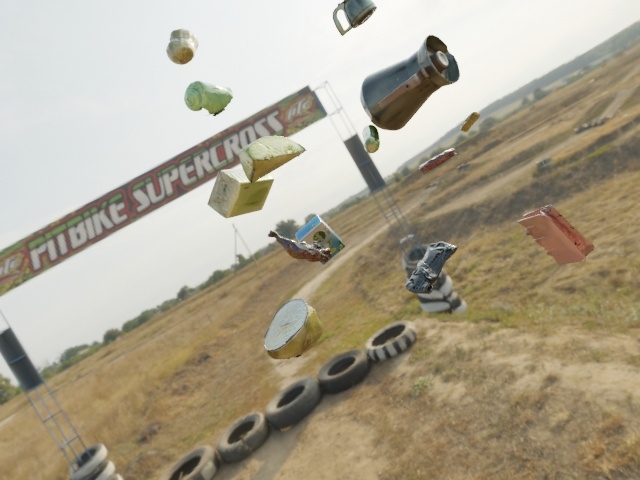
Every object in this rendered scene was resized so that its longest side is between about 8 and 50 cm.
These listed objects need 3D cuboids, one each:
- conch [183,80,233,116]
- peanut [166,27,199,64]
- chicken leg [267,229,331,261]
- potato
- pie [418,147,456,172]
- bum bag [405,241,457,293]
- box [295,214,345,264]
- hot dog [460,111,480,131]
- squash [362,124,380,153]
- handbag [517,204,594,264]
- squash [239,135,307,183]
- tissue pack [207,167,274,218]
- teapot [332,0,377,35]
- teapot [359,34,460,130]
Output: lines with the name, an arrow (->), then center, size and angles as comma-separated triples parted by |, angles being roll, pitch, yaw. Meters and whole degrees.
conch -> -0.506, -0.649, 2.100 | 0.250, 0.143, 0.137 | -2, -54, -48
peanut -> -0.473, -0.666, 1.563 | 0.090, 0.099, 0.214 | -14, 41, 5
chicken leg -> -0.061, 0.026, 1.423 | 0.048, 0.219, 0.089 | -62, 27, 32
potato -> -0.102, 0.425, 2.041 | 0.246, 0.196, 0.300 | -24, 26, 32
pie -> 0.641, -0.436, 2.493 | 0.218, 0.054, 0.204 | -30, 2, -13
bum bag -> 0.423, 0.105, 1.743 | 0.248, 0.060, 0.123 | -47, 30, -24
box -> 0.000, 0.000, 2.082 | 0.139, 0.194, 0.073 | -41, 35, 7
hot dog -> 0.553, -0.443, 1.685 | 0.090, 0.030, 0.034 | 124, 164, -46
squash -> 0.188, -0.378, 1.687 | 0.066, 0.066, 0.229 | -30, 23, 19
handbag -> 0.786, -0.016, 1.531 | 0.059, 0.212, 0.157 | -45, 0, -15
squash -> -0.154, -0.320, 1.565 | 0.252, 0.093, 0.169 | -34, -8, -20
tissue pack -> -0.306, -0.190, 1.774 | 0.234, 0.125, 0.159 | -21, -39, -60
teapot -> 0.122, -0.829, 1.645 | 0.111, 0.108, 0.149 | -42, 8, -39
teapot -> 0.326, -0.592, 1.751 | 0.344, 0.253, 0.300 | -29, 14, 47
